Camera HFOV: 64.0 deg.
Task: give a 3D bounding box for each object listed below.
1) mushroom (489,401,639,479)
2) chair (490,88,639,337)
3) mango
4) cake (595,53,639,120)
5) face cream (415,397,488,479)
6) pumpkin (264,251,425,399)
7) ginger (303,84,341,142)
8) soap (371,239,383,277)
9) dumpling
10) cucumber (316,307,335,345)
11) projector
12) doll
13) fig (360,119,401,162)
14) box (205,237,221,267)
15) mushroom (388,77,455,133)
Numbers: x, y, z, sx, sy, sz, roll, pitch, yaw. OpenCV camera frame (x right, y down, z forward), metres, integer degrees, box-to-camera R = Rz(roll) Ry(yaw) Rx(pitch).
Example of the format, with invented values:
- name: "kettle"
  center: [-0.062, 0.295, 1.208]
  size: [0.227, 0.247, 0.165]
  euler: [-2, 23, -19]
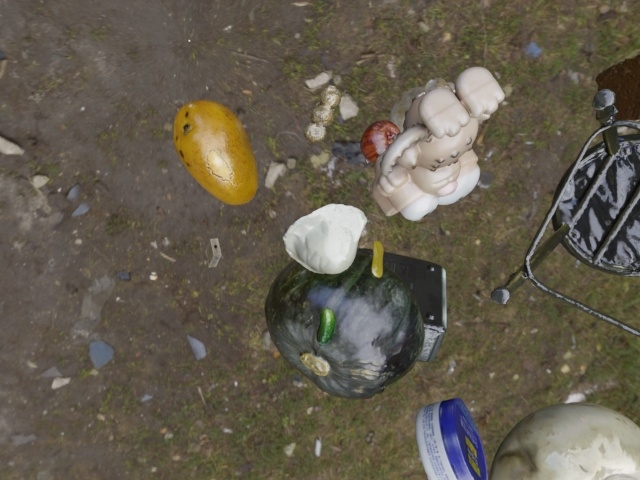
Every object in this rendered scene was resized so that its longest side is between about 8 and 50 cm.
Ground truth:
- name: "mushroom"
  center: [0.491, 0.463, 0.932]
  size: [0.356, 0.315, 0.315]
  euler: [32, 103, 14]
- name: "chair"
  center: [0.575, -0.031, 0.918]
  size: [0.362, 0.410, 0.364]
  euler: [26, 113, 17]
- name: "mango"
  center: [-0.242, -0.200, 1.244]
  size: [0.160, 0.191, 0.290]
  euler: [-24, 126, 7]
- name: "cake"
  center: [0.657, -0.303, 1.018]
  size: [0.147, 0.135, 0.134]
  euler: [-9, 93, -16]
- name: "face cream"
  center: [0.302, 0.482, 1.196]
  size: [0.111, 0.205, 0.205]
  euler: [-25, 117, 22]
- name: "pumpkin"
  center: [0.064, 0.215, 1.404]
  size: [0.344, 0.455, 0.454]
  euler: [-52, 120, -33]
- name: "ginger"
  center: [0.008, -0.431, 1.768]
  size: [0.080, 0.104, 0.204]
  euler: [23, 94, -6]
- name: "soap"
  center: [0.128, 0.040, 1.147]
  size: [0.034, 0.089, 0.012]
  euler: [25, 147, -34]
- name: "dumpling"
  center: [-0.002, 0.002, 1.148]
  size: [0.167, 0.216, 0.125]
  euler: [18, 72, -17]
- name: "cucumber"
  center: [0.012, 0.201, 1.141]
  size: [0.037, 0.037, 0.155]
  euler: [-5, 140, -12]
- name: "projector"
  center: [0.282, 0.245, 2.050]
  size: [0.406, 0.395, 0.241]
  euler: [12, 130, 3]
- name: "doll"
  center: [0.135, -0.107, 0.633]
  size: [0.154, 0.278, 0.119]
  euler: [-33, 79, 1]
- name: "fig"
  center: [0.173, -0.276, 1.455]
  size: [0.129, 0.150, 0.128]
  euler: [0, 98, 1]
- name: "box"
  center: [-0.297, 0.035, 1.419]
  size: [0.024, 0.083, 0.053]
  euler: [-7, 69, -24]
- name: "mushroom"
  center: [0.410, -0.449, 1.892]
  size: [0.298, 0.290, 0.297]
  euler: [5, 69, -12]
